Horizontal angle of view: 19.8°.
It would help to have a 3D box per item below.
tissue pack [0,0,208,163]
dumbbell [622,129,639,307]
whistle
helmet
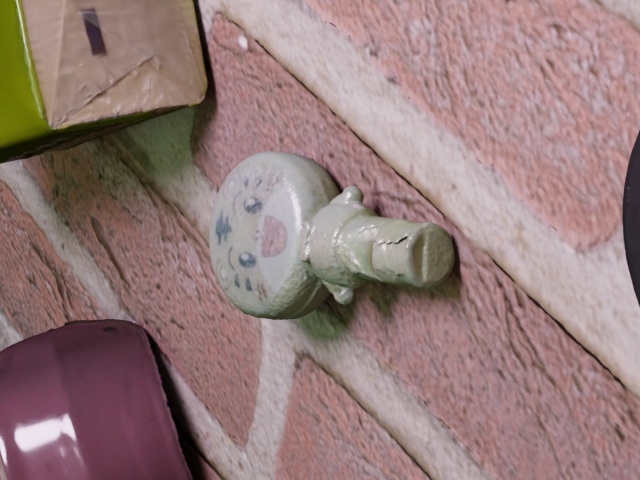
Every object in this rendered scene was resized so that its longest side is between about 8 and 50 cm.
[{"bbox_3d":[-0.237,-0.178,1.540,0.275,0.167,0.200,-11,91,59],"label":"tissue pack"},{"bbox_3d":[0.251,-0.012,0.762,0.152,0.218,0.152,24,118,54],"label":"dumbbell"},{"bbox_3d":[0.000,0.000,1.323,0.258,0.067,0.126,7,94,53],"label":"whistle"},{"bbox_3d":[-0.255,0.220,1.688,0.338,0.197,0.271,-24,83,57],"label":"helmet"}]
